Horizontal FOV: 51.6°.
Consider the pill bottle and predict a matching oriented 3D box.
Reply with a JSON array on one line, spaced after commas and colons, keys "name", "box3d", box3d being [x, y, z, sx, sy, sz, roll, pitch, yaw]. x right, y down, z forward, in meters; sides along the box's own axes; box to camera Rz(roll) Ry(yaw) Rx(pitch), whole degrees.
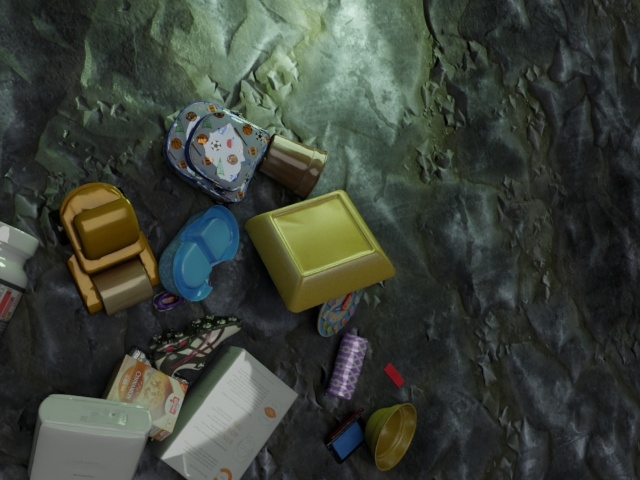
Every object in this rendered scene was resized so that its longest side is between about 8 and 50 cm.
[{"name": "pill bottle", "box3d": [-0.811, 0.130, 1.526, 0.210, 0.210, 0.363, 28, 75, -22]}]

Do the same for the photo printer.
[{"name": "photo printer", "box3d": [-0.562, 0.511, 1.592, 0.256, 0.307, 0.107, 13, 36, -18]}]

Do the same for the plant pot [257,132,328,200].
[{"name": "plant pot", "box3d": [-0.088, -0.226, 1.942, 0.165, 0.167, 0.167, 26, 75, -14]}]

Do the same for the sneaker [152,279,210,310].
[{"name": "sneaker", "box3d": [-0.374, 0.148, 1.815, 0.170, 0.071, 0.068, -29, 99, -26]}]

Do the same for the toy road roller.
[{"name": "toy road roller", "box3d": [-0.530, 0.018, 1.654, 0.202, 0.240, 0.329, -25, 97, -25]}]

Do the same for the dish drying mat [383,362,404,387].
[{"name": "dish drying mat", "box3d": [0.236, 0.433, 2.125, 0.032, 0.008, 0.083, -44, 104, -23]}]

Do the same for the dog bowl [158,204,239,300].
[{"name": "dog bowl", "box3d": [-0.329, 0.032, 1.785, 0.297, 0.074, 0.166, -62, 138, -40]}]

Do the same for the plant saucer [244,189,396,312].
[{"name": "plant saucer", "box3d": [0.000, 0.000, 1.839, 0.333, 0.081, 0.333, -19, 58, -20]}]

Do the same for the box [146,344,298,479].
[{"name": "box", "box3d": [-0.263, 0.486, 1.789, 0.215, 0.168, 0.345, 44, 69, -17]}]

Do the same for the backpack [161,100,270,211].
[{"name": "backpack", "box3d": [-0.295, -0.249, 1.819, 0.263, 0.213, 0.276, 26, 78, -11]}]

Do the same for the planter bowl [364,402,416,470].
[{"name": "planter bowl", "box3d": [0.199, 0.585, 2.030, 0.217, 0.090, 0.217, -24, 123, -44]}]

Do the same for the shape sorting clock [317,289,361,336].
[{"name": "shape sorting clock", "box3d": [0.061, 0.198, 1.979, 0.206, 0.040, 0.206, -33, 137, -37]}]

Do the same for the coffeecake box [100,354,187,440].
[{"name": "coffeecake box", "box3d": [-0.449, 0.400, 1.679, 0.185, 0.068, 0.142, 33, 41, -20]}]

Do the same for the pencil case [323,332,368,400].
[{"name": "pencil case", "box3d": [0.080, 0.384, 2.008, 0.086, 0.088, 0.206, 25, 76, -19]}]

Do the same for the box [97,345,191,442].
[{"name": "box", "box3d": [-0.472, 0.409, 1.763, 0.184, 0.045, 0.190, 39, 70, -21]}]

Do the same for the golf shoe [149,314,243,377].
[{"name": "golf shoe", "box3d": [-0.332, 0.282, 1.810, 0.273, 0.105, 0.120, -17, 104, -32]}]

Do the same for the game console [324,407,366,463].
[{"name": "game console", "box3d": [0.092, 0.593, 2.003, 0.144, 0.124, 0.085, -37, 76, -24]}]
